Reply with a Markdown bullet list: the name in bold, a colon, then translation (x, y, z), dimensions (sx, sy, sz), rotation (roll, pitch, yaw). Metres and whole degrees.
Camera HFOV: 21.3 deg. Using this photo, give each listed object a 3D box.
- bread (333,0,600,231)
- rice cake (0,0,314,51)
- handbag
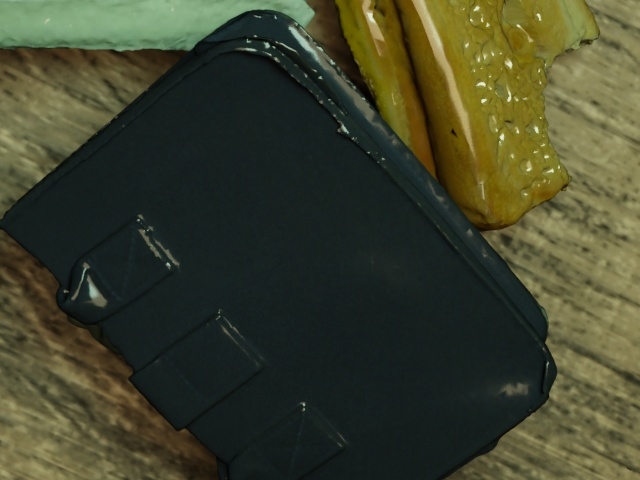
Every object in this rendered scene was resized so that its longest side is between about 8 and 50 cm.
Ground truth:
- **bread**: translation (0.082, -0.197, 1.167), dimensions (0.185, 0.109, 0.380), rotation (-30, 101, -35)
- **rice cake**: translation (-0.165, -0.155, 1.083), dimensions (0.336, 0.066, 0.063), rotation (-3, 134, -26)
- **handbag**: translation (-0.033, 0.038, 1.128), dimensions (0.269, 0.118, 0.325), rotation (-36, 104, 15)
